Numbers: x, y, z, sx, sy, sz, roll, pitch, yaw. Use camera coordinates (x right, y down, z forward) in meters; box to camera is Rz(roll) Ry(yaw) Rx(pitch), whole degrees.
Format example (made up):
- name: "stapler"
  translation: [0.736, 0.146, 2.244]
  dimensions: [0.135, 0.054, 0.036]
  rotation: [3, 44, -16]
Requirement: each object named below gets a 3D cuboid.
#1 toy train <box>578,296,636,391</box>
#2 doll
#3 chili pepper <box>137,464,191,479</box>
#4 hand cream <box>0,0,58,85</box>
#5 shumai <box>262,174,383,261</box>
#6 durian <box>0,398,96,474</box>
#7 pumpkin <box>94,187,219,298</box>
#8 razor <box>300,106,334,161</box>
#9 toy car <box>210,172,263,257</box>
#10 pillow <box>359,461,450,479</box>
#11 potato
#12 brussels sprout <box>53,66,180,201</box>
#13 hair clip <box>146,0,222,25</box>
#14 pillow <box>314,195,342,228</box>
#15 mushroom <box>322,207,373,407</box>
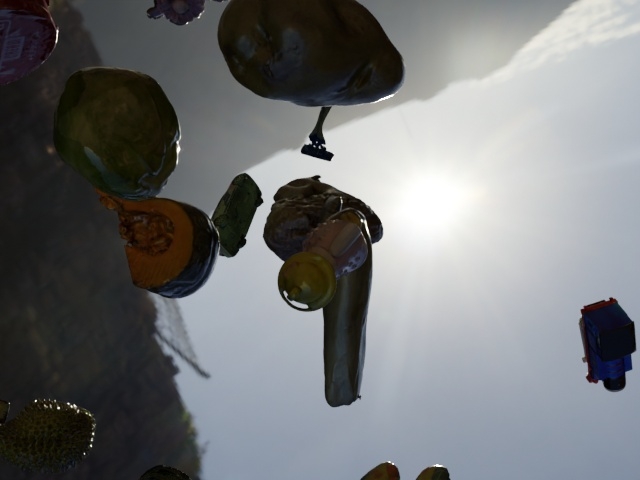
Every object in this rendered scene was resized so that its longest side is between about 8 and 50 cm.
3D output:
- name: "toy train"
  translation: [0.595, 0.224, 2.076]
  dimensions: [0.083, 0.204, 0.131]
  rotation: [-18, -148, -4]
- name: "doll"
  translation: [0.003, 0.028, 1.283]
  dimensions: [0.129, 0.081, 0.207]
  rotation: [-48, 180, 32]
- name: "chili pepper"
  translation: [-0.282, 0.439, 1.828]
  dimensions: [0.118, 0.055, 0.035]
  rotation: [4, -174, 4]
- name: "hand cream"
  translation: [-0.519, -0.338, 1.488]
  dimensions: [0.230, 0.149, 0.230]
  rotation: [-25, 166, -7]
- name: "shumai"
  translation: [-0.007, -0.087, 2.627]
  dimensions: [0.346, 0.283, 0.217]
  rotation: [3, 140, -25]
- name: "durian"
  translation: [-0.528, 0.382, 1.925]
  dimensions: [0.159, 0.146, 0.198]
  rotation: [0, 177, 43]
- name: "pumpkin"
  translation: [-0.334, 0.003, 1.963]
  dimensions: [0.281, 0.190, 0.139]
  rotation: [18, 180, 23]
- name: "razor"
  translation: [0.036, -0.367, 2.574]
  dimensions: [0.093, 0.324, 0.056]
  rotation: [20, 178, 30]
- name: "toy car"
  translation: [-0.210, -0.061, 2.392]
  dimensions: [0.076, 0.090, 0.224]
  rotation: [-13, -138, 34]
- name: "pillow"
  translation: [0.128, 0.498, 1.797]
  dimensions: [0.233, 0.086, 0.214]
  rotation: [-8, -132, 47]
- name: "potato"
  translation: [-0.006, -0.320, 1.691]
  dimensions: [0.351, 0.202, 0.218]
  rotation: [14, 147, -35]
- name: "brussels sprout"
  translation: [-0.312, -0.164, 1.534]
  dimensions: [0.161, 0.223, 0.223]
  rotation: [-24, -164, 27]
- name: "hair clip"
  translation: [-0.246, -0.524, 2.063]
  dimensions: [0.292, 0.106, 0.084]
  rotation: [-26, -125, 23]
- name: "pillow"
  translation: [0.000, 0.000, 2.131]
  dimensions: [0.113, 0.038, 0.203]
  rotation: [-153, -96, -80]
- name: "mushroom"
  translation: [0.041, 0.100, 1.546]
  dimensions: [0.081, 0.312, 0.100]
  rotation: [4, -164, 14]
